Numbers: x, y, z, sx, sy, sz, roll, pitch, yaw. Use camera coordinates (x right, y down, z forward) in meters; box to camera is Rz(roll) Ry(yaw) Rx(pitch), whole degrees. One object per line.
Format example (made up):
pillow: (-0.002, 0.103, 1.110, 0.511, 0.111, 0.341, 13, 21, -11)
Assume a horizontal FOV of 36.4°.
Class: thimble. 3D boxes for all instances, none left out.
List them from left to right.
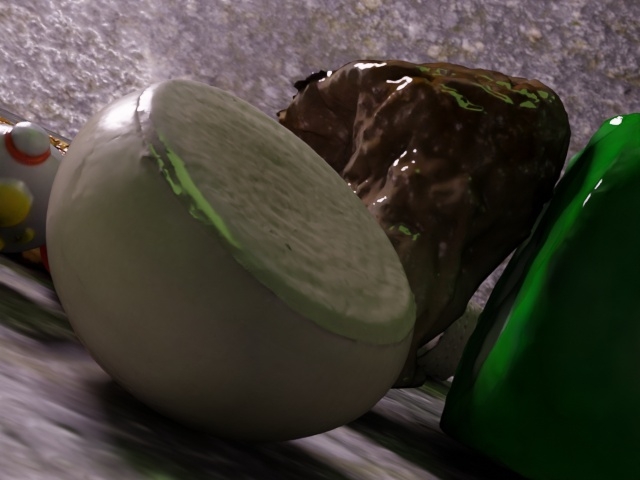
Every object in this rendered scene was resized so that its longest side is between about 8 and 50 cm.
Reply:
thimble: (0.146, 0.115, 1.241, 0.090, 0.115, 0.102, 24, 0, -44)

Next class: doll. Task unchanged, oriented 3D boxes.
doll: (-0.182, -0.017, 0.683, 0.245, 0.142, 0.076, 26, 39, -30)

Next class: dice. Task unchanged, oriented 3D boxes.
dice: (0.285, 0.087, 0.797, 0.287, 0.297, 0.300, 26, -6, 6)

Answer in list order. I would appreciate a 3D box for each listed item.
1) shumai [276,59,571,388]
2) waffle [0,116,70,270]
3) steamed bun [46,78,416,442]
shumai: (0.073, 0.004, 0.857, 0.217, 0.283, 0.346, 17, -23, -36)
waffle: (-0.258, -0.046, 0.907, 0.213, 0.091, 0.308, 26, 2, 5)
steamed bun: (-0.062, 0.024, 0.577, 0.232, 0.145, 0.232, 38, 22, -19)
